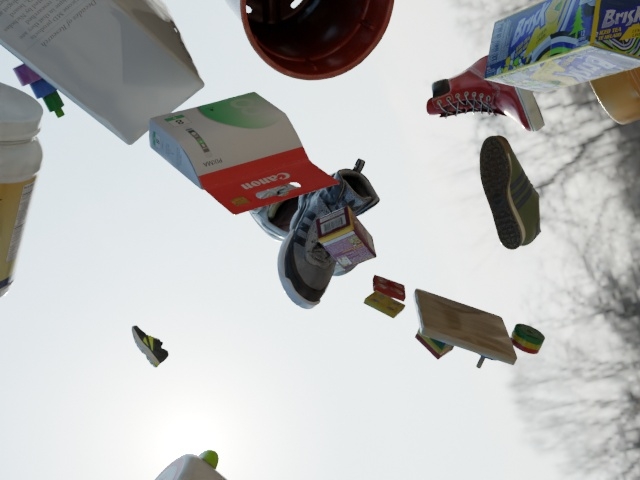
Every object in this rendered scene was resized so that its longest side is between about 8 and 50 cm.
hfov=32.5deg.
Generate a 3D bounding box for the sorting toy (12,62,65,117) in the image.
[{"bbox_3d":[-0.437,-0.285,1.931,0.365,0.127,0.126,-85,-29,-72],"label":"sorting toy"}]

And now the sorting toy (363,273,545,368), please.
[{"bbox_3d":[0.178,0.126,1.485,0.132,0.274,0.046,-92,23,-69],"label":"sorting toy"}]

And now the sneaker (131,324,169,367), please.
[{"bbox_3d":[-0.268,0.163,1.734,0.083,0.035,0.031,51,159,24],"label":"sneaker"}]

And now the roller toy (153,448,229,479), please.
[{"bbox_3d":[-0.237,0.490,1.942,0.146,0.209,0.191,41,-168,-11],"label":"roller toy"}]

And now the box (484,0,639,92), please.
[{"bbox_3d":[0.195,-0.158,0.865,0.169,0.059,0.054,-179,99,-73],"label":"box"}]

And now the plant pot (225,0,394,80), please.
[{"bbox_3d":[-0.049,-0.443,1.908,0.272,0.272,0.265,61,172,-31],"label":"plant pot"}]

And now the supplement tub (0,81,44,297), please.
[{"bbox_3d":[-0.562,-0.081,1.713,0.228,0.228,0.316,-52,-18,-68],"label":"supplement tub"}]

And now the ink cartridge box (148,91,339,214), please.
[{"bbox_3d":[-0.107,-0.126,1.526,0.224,0.181,0.056,37,135,42],"label":"ink cartridge box"}]

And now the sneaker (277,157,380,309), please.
[{"bbox_3d":[0.015,-0.022,1.837,0.101,0.153,0.269,28,-128,-20],"label":"sneaker"}]

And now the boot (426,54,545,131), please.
[{"bbox_3d":[0.284,-0.236,1.941,0.244,0.176,0.088,-110,-6,-56],"label":"boot"}]

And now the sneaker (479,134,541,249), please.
[{"bbox_3d":[0.325,-0.083,1.846,0.086,0.064,0.192,-11,-91,-45],"label":"sneaker"}]

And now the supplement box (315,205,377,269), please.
[{"bbox_3d":[0.037,-0.003,1.561,0.083,0.055,0.043,50,-157,-45],"label":"supplement box"}]

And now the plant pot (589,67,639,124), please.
[{"bbox_3d":[0.478,-0.290,1.534,0.205,0.187,0.205,33,-133,-45],"label":"plant pot"}]

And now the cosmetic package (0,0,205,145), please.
[{"bbox_3d":[-0.379,-0.356,1.541,0.453,0.161,0.230,41,-164,-50],"label":"cosmetic package"}]

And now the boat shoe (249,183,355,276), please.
[{"bbox_3d":[-0.044,-0.046,2.080,0.320,0.118,0.103,41,169,43],"label":"boat shoe"}]
